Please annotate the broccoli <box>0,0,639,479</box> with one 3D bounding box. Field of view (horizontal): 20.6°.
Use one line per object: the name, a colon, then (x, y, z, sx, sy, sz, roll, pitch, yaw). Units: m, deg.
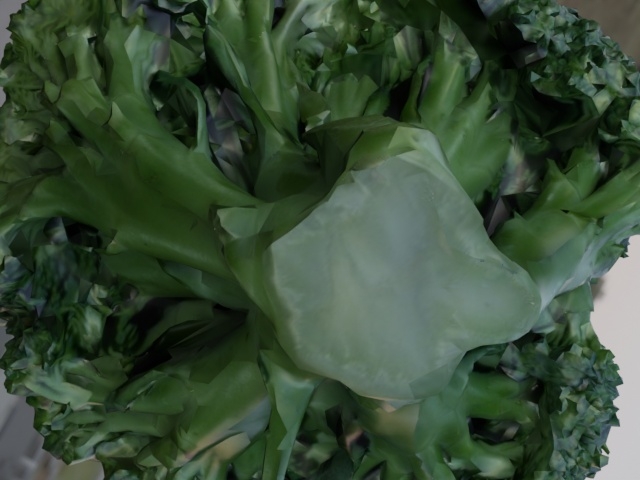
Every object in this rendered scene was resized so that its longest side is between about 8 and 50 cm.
broccoli: (0.000, 0.000, 0.634, 0.261, 0.269, 0.241, -43, -166, 1)
